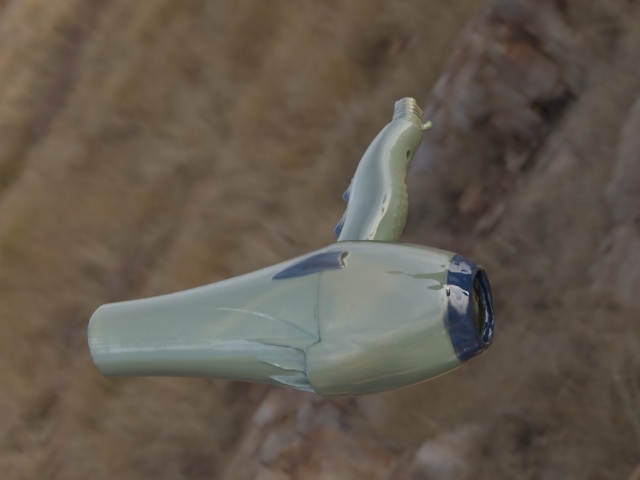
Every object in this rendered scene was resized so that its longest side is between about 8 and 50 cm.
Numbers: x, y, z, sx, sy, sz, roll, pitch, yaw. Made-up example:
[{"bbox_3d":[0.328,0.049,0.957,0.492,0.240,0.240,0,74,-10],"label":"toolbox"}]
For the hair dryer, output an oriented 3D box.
[{"bbox_3d":[-0.033,0.022,1.419,0.295,0.119,0.298,-18,36,4],"label":"hair dryer"}]
